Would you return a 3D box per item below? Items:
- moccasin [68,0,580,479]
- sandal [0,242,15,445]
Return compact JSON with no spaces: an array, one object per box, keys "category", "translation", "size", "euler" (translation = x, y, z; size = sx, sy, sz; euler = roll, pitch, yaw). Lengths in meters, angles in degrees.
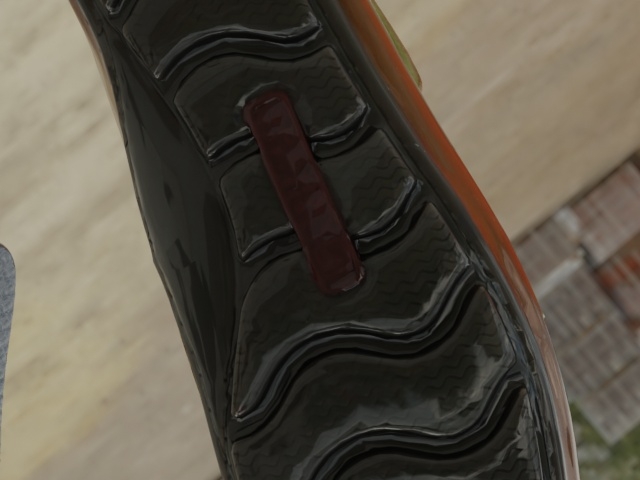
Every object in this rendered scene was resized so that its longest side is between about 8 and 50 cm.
[{"category":"moccasin","translation":[-0.003,0.002,0.725],"size":[0.139,0.380,0.147],"euler":[-30,172,9]},{"category":"sandal","translation":[-0.234,0.118,1.118],"size":[0.097,0.054,0.254],"euler":[0,103,-65]}]
